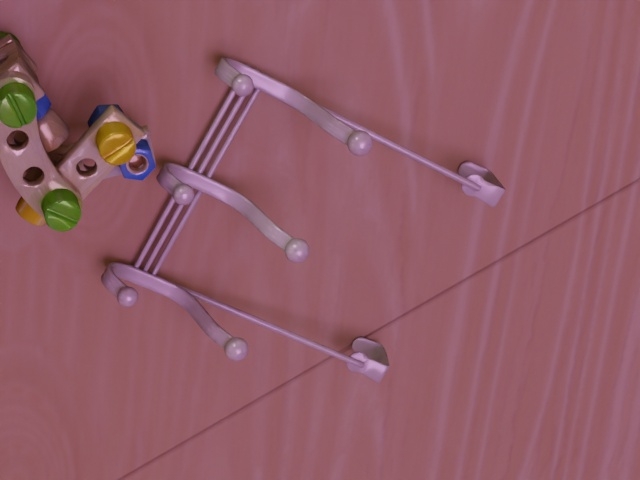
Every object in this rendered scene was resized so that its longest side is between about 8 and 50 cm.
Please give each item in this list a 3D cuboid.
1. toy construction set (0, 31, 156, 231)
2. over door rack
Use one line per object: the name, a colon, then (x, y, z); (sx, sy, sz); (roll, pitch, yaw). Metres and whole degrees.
toy construction set: (-0.301, -0.032, 0.989); (0.328, 0.151, 0.215); (-44, 128, -7)
over door rack: (0.000, 0.000, 1.155); (0.324, 0.108, 0.239); (20, 110, -32)
